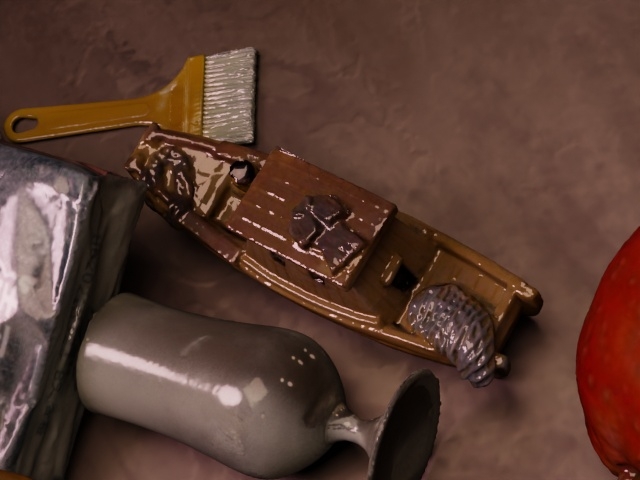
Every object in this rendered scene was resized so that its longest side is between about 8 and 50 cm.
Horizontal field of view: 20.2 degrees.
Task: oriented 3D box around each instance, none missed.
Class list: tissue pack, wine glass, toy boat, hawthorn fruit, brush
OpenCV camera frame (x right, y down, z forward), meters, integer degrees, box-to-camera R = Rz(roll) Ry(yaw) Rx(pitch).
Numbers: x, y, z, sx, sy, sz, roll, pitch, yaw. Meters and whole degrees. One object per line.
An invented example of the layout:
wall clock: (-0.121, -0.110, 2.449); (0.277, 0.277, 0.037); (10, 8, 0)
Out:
tissue pack: (-0.296, 0.025, 1.267); (0.316, 0.103, 0.227); (16, 94, 23)
wine glass: (-0.044, 0.103, 1.188); (0.231, 0.103, 0.103); (15, 71, 26)
toy boat: (0.000, 0.000, 1.214); (0.321, 0.121, 0.089); (27, 81, 25)
hawthorn fruit: (0.243, 0.084, 1.060); (0.253, 0.205, 0.205); (-42, 61, 0)
brush: (-0.146, -0.097, 1.364); (0.205, 0.011, 0.083); (-7, 65, 14)

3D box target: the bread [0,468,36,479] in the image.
bread: (-0.220, 0.300, 1.095); (0.270, 0.211, 0.315); (-15, 70, 0)
